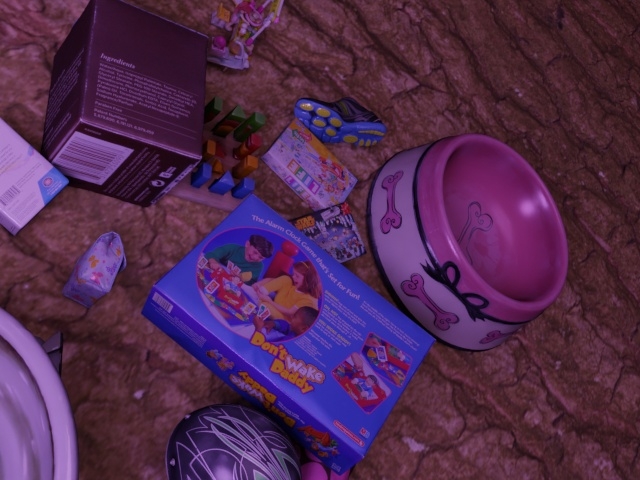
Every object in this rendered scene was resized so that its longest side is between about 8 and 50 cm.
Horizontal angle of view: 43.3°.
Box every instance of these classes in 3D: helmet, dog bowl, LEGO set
[{"bbox_3d":[-0.106,0.284,0.989,0.169,0.161,0.169,5,40,-5],"label":"helmet"},{"bbox_3d":[0.285,-0.013,1.464,0.408,0.150,0.408,18,59,-31],"label":"dog bowl"},{"bbox_3d":[-0.131,-0.423,1.355,0.132,0.107,0.287,7,65,-36],"label":"LEGO set"}]

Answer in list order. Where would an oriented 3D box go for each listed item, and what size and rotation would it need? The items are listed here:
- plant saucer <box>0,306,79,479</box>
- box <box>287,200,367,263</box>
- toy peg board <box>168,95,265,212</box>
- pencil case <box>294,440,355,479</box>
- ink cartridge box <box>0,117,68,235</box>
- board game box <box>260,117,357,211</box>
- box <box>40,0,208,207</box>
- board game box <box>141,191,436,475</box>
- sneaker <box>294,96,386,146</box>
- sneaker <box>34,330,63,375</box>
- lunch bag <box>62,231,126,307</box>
[{"bbox_3d":[-0.410,0.236,0.742,0.401,0.100,0.400,-1,66,2],"label":"plant saucer"},{"bbox_3d":[0.000,0.000,1.290,0.137,0.027,0.094,-20,87,-32],"label":"box"},{"bbox_3d":[-0.158,-0.140,1.217,0.161,0.079,0.160,16,60,-32],"label":"toy peg board"},{"bbox_3d":[0.004,0.322,1.120,0.098,0.095,0.209,58,44,-35],"label":"pencil case"},{"bbox_3d":[-0.393,-0.081,1.005,0.122,0.052,0.088,46,62,-14],"label":"ink cartridge box"},{"bbox_3d":[-0.016,-0.119,1.356,0.154,0.026,0.103,44,49,-14],"label":"board game box"},{"bbox_3d":[-0.264,-0.182,1.089,0.167,0.168,0.203,16,61,-32],"label":"box"},{"bbox_3d":[-0.037,0.121,1.126,0.347,0.078,0.233,39,48,3],"label":"board game box"},{"bbox_3d":[0.030,-0.216,1.425,0.188,0.067,0.078,7,44,-35],"label":"sneaker"},{"bbox_3d":[-0.353,0.261,0.856,0.146,0.122,0.330,2,68,-19],"label":"sneaker"},{"bbox_3d":[-0.285,0.035,1.034,0.053,0.071,0.083,30,52,-23],"label":"lunch bag"}]
